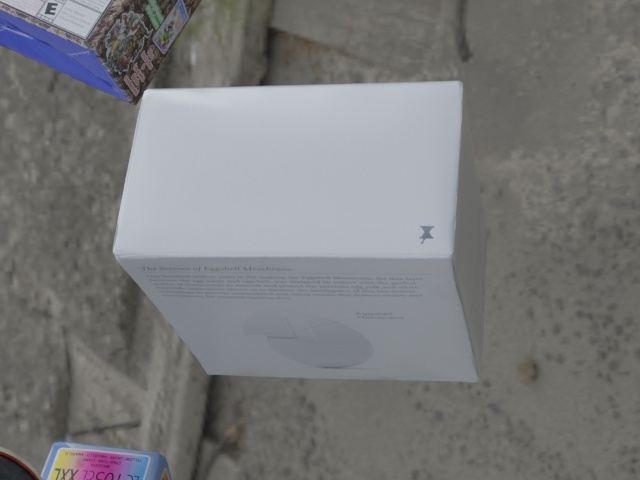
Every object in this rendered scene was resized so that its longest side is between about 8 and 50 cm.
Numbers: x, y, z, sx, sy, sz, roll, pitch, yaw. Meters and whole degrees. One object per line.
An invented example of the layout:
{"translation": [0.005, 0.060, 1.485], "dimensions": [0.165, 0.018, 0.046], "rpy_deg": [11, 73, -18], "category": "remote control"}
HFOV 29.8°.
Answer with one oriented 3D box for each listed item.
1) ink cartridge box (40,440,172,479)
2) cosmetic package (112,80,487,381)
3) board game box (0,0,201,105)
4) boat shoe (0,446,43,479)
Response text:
{"translation": [-0.274, 0.474, 1.386], "dimensions": [0.395, 0.151, 0.270], "rpy_deg": [-75, -15, -45], "category": "ink cartridge box"}
{"translation": [0.000, 0.000, 0.873], "dimensions": [0.225, 0.224, 0.138], "rpy_deg": [66, -153, -62], "category": "cosmetic package"}
{"translation": [-0.253, -0.344, 1.386], "dimensions": [0.232, 0.141, 0.291], "rpy_deg": [26, 77, 18], "category": "board game box"}
{"translation": [-0.225, 0.140, 0.725], "dimensions": [0.049, 0.137, 0.043], "rpy_deg": [-25, 47, 27], "category": "boat shoe"}
